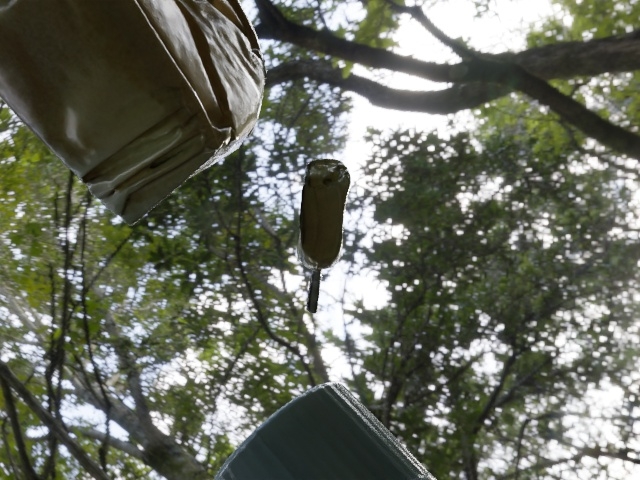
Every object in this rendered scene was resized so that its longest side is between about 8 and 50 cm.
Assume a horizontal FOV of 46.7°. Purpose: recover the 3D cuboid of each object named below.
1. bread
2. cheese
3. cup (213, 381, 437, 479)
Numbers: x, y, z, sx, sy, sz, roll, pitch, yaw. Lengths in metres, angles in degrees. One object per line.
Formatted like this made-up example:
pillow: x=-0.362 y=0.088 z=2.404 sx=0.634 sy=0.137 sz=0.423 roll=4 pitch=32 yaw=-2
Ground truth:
bread: x=-0.128 y=-0.140 z=0.455 sx=0.210 sy=0.109 sz=0.192 roll=57 pitch=-158 yaw=-30
cheese: x=0.000 y=0.002 z=0.756 sx=0.047 sy=0.092 sz=0.171 roll=7 pitch=-76 yaw=1
cup: x=0.055 y=0.370 z=0.974 sx=0.257 sy=0.311 sz=0.331 roll=-53 pitch=-24 yaw=18
